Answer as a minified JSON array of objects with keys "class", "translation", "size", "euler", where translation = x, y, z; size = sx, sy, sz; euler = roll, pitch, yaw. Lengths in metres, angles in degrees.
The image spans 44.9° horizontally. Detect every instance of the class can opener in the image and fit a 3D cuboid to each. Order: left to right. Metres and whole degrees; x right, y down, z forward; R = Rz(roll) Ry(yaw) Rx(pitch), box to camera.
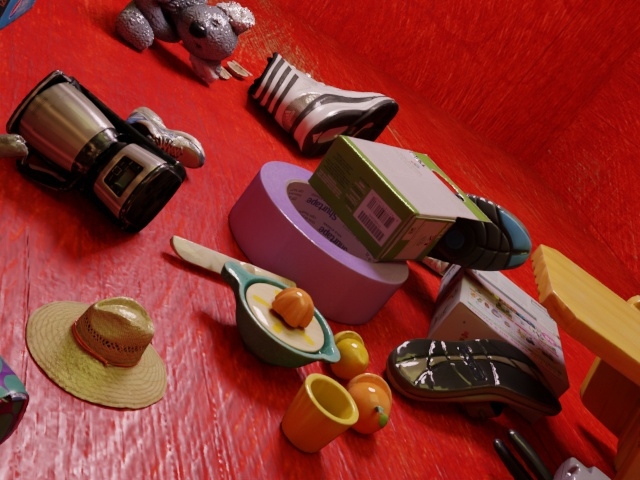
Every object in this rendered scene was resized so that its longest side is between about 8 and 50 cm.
[{"class":"can opener","translation":[0.296,0.330,1.013],"size":[0.186,0.059,0.073],"euler":[45,14,7]}]

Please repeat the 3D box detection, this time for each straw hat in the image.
[{"class":"straw hat","translation":[-0.191,0.085,0.721],"size":[0.144,0.061,0.144],"euler":[33,22,-15]}]

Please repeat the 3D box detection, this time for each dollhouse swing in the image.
[{"class":"dollhouse swing","translation":[0.416,0.228,1.186],"size":[0.305,0.315,0.347],"euler":[22,21,4]}]

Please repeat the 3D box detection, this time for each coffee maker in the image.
[{"class":"coffee maker","translation":[-0.254,-0.105,0.931],"size":[0.178,0.120,0.171],"euler":[40,20,3]}]

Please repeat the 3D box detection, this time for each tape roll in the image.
[{"class":"tape roll","translation":[0.000,0.000,1.175],"size":[0.275,0.090,0.274],"euler":[33,21,-14]}]

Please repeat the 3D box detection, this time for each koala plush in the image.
[{"class":"koala plush","translation":[-0.256,-0.438,1.536],"size":[0.221,0.196,0.203],"euler":[31,12,-9]}]

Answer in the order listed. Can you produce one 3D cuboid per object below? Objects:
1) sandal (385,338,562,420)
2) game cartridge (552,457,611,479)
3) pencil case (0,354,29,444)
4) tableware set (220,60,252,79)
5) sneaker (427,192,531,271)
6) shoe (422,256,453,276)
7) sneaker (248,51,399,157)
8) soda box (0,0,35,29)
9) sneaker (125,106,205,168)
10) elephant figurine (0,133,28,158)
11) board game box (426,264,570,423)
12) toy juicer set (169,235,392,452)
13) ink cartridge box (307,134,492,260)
[{"class":"sandal","translation":[0.218,0.207,1.126],"size":[0.303,0.086,0.120],"euler":[11,37,-24]},{"class":"game cartridge","translation":[0.328,0.400,0.858],"size":[0.198,0.062,0.297],"euler":[44,34,2]},{"class":"pencil case","translation":[-0.281,0.085,0.569],"size":[0.152,0.064,0.070],"euler":[44,5,16]},{"class":"tableware set","translation":[-0.235,-0.407,1.731],"size":[0.141,0.020,0.169],"euler":[42,21,8]},{"class":"sneaker","translation":[0.221,-0.024,1.396],"size":[0.341,0.125,0.140],"euler":[17,-2,29]},{"class":"shoe","translation":[0.264,0.037,1.550],"size":[0.219,0.076,0.058],"euler":[25,19,-36]},{"class":"sneaker","translation":[0.006,-0.332,1.761],"size":[0.257,0.169,0.447],"euler":[45,24,13]},{"class":"soda box","translation":[-0.488,-0.383,1.190],"size":[0.067,0.071,0.210],"euler":[32,22,-18]},{"class":"sneaker","translation":[-0.237,-0.143,1.153],"size":[0.135,0.052,0.058],"euler":[31,30,2]},{"class":"elephant figurine","translation":[-0.408,-0.140,0.729],"size":[0.186,0.169,0.239],"euler":[60,-9,-30]},{"class":"board game box","translation":[0.311,0.153,1.359],"size":[0.224,0.097,0.303],"euler":[38,19,1]},{"class":"toy juicer set","translation":[-0.021,0.098,0.935],"size":[0.209,0.089,0.329],"euler":[11,34,-51]},{"class":"ink cartridge box","translation":[0.135,-0.062,1.239],"size":[0.255,0.097,0.189],"euler":[3,40,-51]}]
